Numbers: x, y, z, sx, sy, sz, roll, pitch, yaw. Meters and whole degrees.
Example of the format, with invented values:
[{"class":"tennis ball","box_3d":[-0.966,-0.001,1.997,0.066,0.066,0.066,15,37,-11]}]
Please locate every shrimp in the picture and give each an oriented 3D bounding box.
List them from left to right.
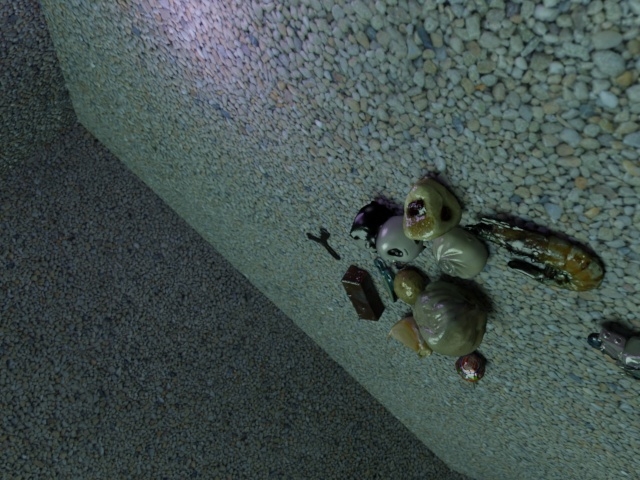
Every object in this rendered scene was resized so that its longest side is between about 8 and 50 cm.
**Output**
[{"class":"shrimp","box_3d":[0.569,0.047,1.259,0.364,0.071,0.233,22,156,28]}]

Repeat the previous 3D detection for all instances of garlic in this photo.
[{"class":"garlic","box_3d":[0.407,0.421,2.047,0.145,0.164,0.244,35,168,-30]}]

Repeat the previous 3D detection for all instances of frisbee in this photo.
[{"class":"frisbee","box_3d":[0.000,0.000,2.131,0.187,0.012,0.211,25,152,36]}]

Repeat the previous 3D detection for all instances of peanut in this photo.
[{"class":"peanut","box_3d":[0.342,0.179,1.780,0.140,0.109,0.159,35,160,35]}]

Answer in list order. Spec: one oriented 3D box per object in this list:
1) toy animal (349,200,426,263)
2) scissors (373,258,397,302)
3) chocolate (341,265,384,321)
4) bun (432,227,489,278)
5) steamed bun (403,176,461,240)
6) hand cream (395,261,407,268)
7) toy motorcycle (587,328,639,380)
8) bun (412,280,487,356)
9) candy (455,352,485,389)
[{"class":"toy animal","box_3d":[0.230,-0.016,1.539,0.235,0.165,0.187,31,177,25]},{"class":"scissors","box_3d":[0.291,0.186,1.956,0.138,0.041,0.289,44,168,40]},{"class":"chocolate","box_3d":[0.207,0.260,2.164,0.111,0.112,0.321,10,142,35]},{"class":"bun","box_3d":[0.420,0.049,1.422,0.172,0.120,0.173,36,158,17]},{"class":"steamed bun","box_3d":[0.306,-0.100,1.313,0.140,0.172,0.156,-3,114,46]},{"class":"hand cream","box_3d":[0.310,0.057,1.715,0.062,0.039,0.163,50,159,23]},{"class":"toy motorcycle","box_3d":[0.852,0.292,1.198,0.238,0.108,0.204,13,156,8]},{"class":"bun","box_3d":[0.459,0.259,1.605,0.281,0.281,0.205,36,131,12]},{"class":"candy","box_3d":[0.671,0.603,2.040,0.124,0.124,0.365,25,159,34]}]
